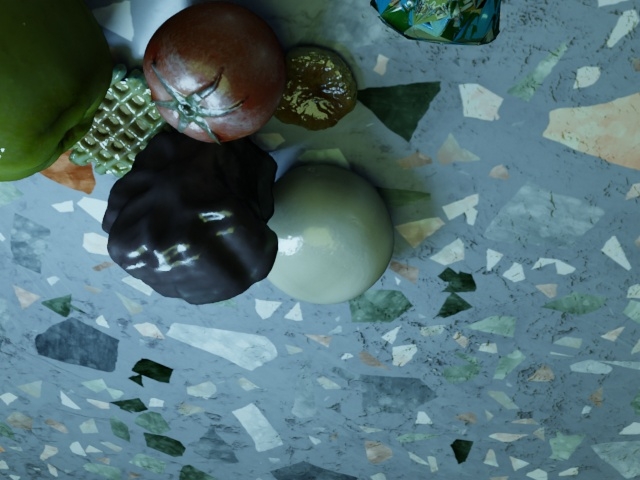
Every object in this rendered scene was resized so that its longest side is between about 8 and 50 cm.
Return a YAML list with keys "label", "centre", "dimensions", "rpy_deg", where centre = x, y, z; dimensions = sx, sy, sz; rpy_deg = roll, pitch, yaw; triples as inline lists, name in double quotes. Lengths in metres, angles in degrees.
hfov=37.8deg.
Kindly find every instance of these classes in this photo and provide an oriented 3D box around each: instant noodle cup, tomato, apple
- label: "instant noodle cup"
  centre: [0.209, -0.451, 1.544]
  dimensions: [0.240, 0.240, 0.178]
  rpy_deg: [13, 127, 2]
- label: "tomato"
  centre: [-0.189, -0.320, 1.740]
  dimensions: [0.265, 0.264, 0.264]
  rpy_deg: [7, 134, 7]
- label: "apple"
  centre: [-0.613, -0.327, 1.692]
  dimensions: [0.474, 0.473, 0.473]
  rpy_deg: [7, 134, 7]

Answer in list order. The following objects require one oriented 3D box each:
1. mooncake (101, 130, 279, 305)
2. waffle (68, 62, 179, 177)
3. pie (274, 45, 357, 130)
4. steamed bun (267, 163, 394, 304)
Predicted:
- label: "mooncake"
  centre: [-0.258, -0.060, 1.873]
  dimensions: [0.351, 0.381, 0.212]
  rpy_deg: [-31, 138, 11]
- label: "waffle"
  centre: [-0.438, -0.254, 1.988]
  dimensions: [0.292, 0.056, 0.309]
  rpy_deg: [6, 135, 8]
- label: "pie"
  centre: [-0.018, -0.296, 1.855]
  dimensions: [0.195, 0.046, 0.195]
  rpy_deg: [6, 134, 6]
- label: "steamed bun"
  centre: [0.000, 0.000, 2.020]
  dimensions: [0.325, 0.206, 0.324]
  rpy_deg: [7, 135, 7]
